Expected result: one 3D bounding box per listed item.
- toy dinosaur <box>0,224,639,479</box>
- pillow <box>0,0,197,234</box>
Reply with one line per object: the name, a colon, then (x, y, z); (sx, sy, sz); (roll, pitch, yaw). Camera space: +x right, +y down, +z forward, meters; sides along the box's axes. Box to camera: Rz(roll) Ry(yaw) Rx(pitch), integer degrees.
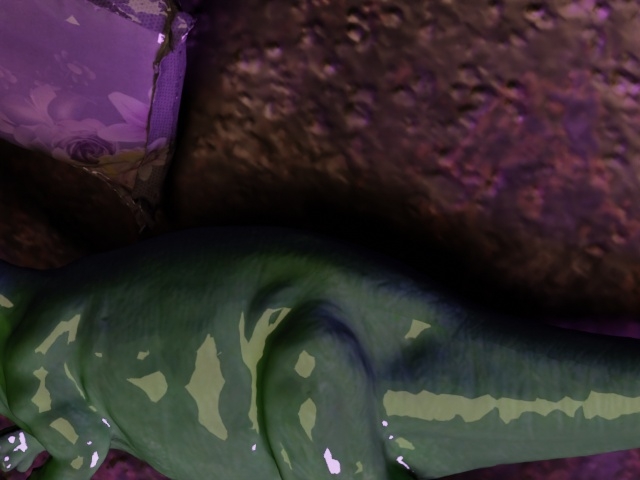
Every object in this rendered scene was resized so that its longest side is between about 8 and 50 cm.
toy dinosaur: (0.000, 0.000, 0.847); (0.500, 0.144, 0.374); (-38, 97, 20)
pillow: (-0.173, -0.110, 0.891); (0.255, 0.059, 0.169); (24, 136, 12)
